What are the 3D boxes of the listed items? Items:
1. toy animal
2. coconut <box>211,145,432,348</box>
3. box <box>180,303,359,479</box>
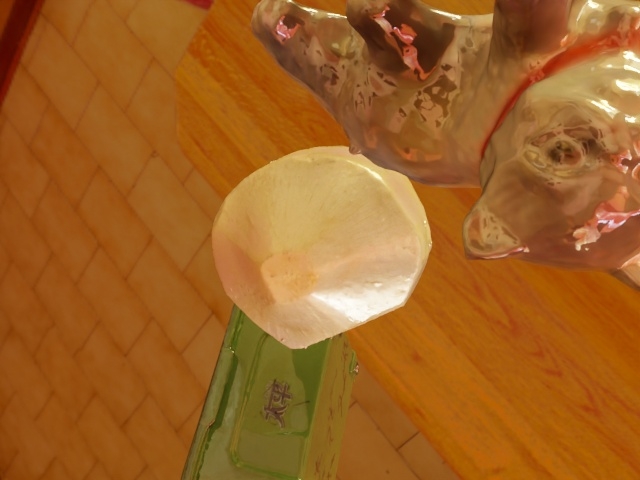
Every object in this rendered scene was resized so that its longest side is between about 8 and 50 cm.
[{"bbox_3d":[0.092,-0.077,0.437,0.308,0.266,0.188,8,90,0],"label":"toy animal"},{"bbox_3d":[0.000,0.000,0.679,0.237,0.237,0.197,-13,98,34],"label":"coconut"},{"bbox_3d":[-0.056,0.262,0.933,0.178,0.252,0.328,7,62,15],"label":"box"}]
